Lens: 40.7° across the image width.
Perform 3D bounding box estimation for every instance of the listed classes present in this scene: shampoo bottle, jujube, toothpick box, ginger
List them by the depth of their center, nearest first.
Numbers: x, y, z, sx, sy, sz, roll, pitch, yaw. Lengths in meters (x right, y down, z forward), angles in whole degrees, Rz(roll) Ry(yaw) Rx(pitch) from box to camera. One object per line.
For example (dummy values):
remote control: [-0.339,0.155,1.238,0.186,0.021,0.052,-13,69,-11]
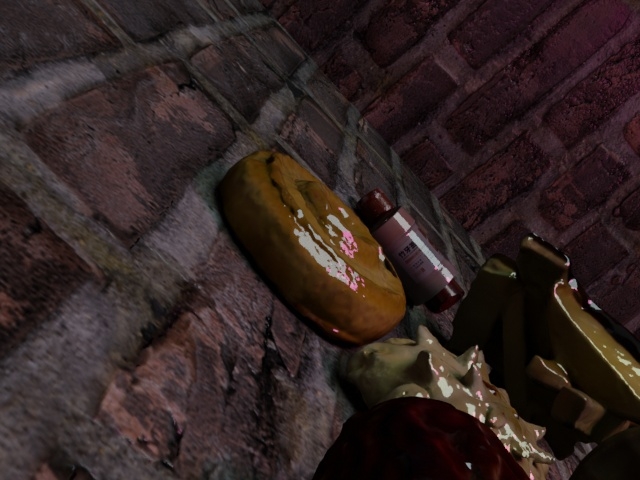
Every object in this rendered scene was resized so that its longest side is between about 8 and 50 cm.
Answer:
jujube: [0.074,0.213,0.565,0.183,0.183,0.243,44,25,-21]
ginger: [0.318,0.197,1.313,0.358,0.211,0.413,52,-26,-8]
toothpick box: [0.150,0.027,1.484,0.149,0.098,0.098,49,13,-4]
shampoo bottle: [0.167,0.016,1.634,0.260,0.064,0.102,53,15,16]

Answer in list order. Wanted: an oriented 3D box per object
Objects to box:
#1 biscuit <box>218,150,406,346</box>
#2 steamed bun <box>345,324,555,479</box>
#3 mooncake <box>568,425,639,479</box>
biscuit: [0.000,0.000,1.093,0.296,0.102,0.296,43,16,-16]
steamed bun: [0.170,0.217,0.960,0.292,0.137,0.295,41,13,-41]
mooncake: [0.436,0.366,1.065,0.156,0.284,0.284,31,23,-48]
